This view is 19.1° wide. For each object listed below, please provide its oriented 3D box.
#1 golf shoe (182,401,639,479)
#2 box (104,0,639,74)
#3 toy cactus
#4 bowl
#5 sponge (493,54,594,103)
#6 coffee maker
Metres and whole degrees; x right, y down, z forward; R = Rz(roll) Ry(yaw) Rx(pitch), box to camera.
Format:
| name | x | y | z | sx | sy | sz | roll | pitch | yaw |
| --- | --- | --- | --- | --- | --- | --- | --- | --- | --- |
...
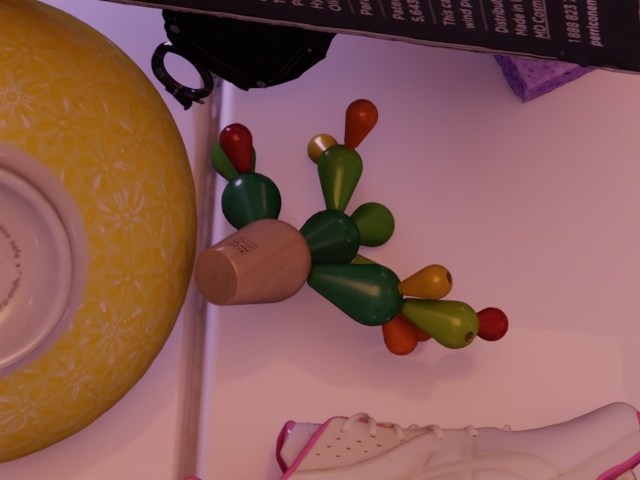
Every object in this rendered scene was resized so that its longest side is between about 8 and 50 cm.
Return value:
| name | x | y | z | sx | sy | sz | roll | pitch | yaw |
| --- | --- | --- | --- | --- | --- | --- | --- | --- | --- |
| golf shoe | 0.053 | 0.147 | 1.128 | 0.306 | 0.115 | 0.140 | -23 | 73 | -14 |
| box | -0.012 | -0.385 | 1.030 | 0.471 | 0.297 | 0.480 | 9 | 67 | 16 |
| toy cactus | 0.000 | 0.000 | 1.146 | 0.219 | 0.112 | 0.180 | 47 | 34 | 18 |
| bowl | -0.202 | 0.003 | 1.061 | 0.289 | 0.156 | 0.289 | -2 | 99 | -12 |
| sponge | 0.138 | -0.208 | 1.287 | 0.117 | 0.031 | 0.210 | -25 | 77 | -13 |
| coffee maker | -0.028 | -0.197 | 1.212 | 0.120 | 0.171 | 0.178 | 49 | 46 | -30 |
